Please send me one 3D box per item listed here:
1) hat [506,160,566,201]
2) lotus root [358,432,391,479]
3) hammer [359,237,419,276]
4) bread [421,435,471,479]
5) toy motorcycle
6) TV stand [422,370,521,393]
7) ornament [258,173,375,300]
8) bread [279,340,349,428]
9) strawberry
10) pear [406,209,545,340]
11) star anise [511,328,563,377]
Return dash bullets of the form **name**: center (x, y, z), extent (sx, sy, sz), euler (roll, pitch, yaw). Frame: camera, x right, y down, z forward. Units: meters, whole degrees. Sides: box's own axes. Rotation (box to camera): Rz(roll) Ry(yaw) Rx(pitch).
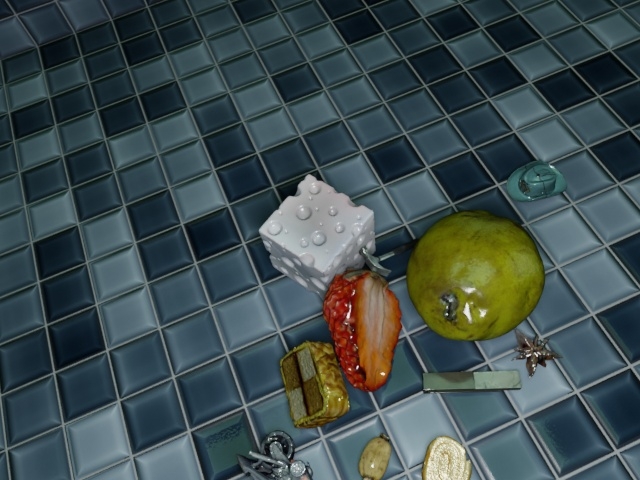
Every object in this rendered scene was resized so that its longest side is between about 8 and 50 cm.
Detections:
- **hat**: center (0.691, -0.193, 1.825), extent (0.191, 0.078, 0.138), euler (-21, 62, -5)
- **lotus root**: center (0.138, 0.565, 1.474), extent (0.072, 0.063, 0.152), euler (19, 61, 6)
- **hammer**: center (0.227, 0.038, 1.718), extent (0.246, 0.029, 0.103), euler (-18, 63, -41)
- **bread**: center (0.318, 0.575, 1.444), extent (0.122, 0.073, 0.149), euler (16, 66, 10)
- **toy motorcycle**: center (-0.090, 0.635, 1.440), extent (0.173, 0.108, 0.307), euler (-33, 59, -5)
- **TV stand**: center (0.406, 0.383, 1.555), extent (0.257, 0.040, 0.049), euler (-4, 59, 5)
- **ornament**: center (0.000, 0.000, 1.711), extent (0.240, 0.239, 0.239), euler (32, 70, 22)
- **bread**: center (-0.017, 0.381, 1.542), extent (0.181, 0.096, 0.222), euler (-43, 51, 35)
- **strawberry**: center (0.100, 0.244, 1.589), extent (0.149, 0.265, 0.336), euler (-8, 74, 36)
- **pear**: center (0.413, 0.097, 1.555), extent (0.352, 0.352, 0.413), euler (25, 48, 20)
- **star anise**: center (0.574, 0.296, 1.573), extent (0.124, 0.056, 0.129), euler (-28, 61, -8)
